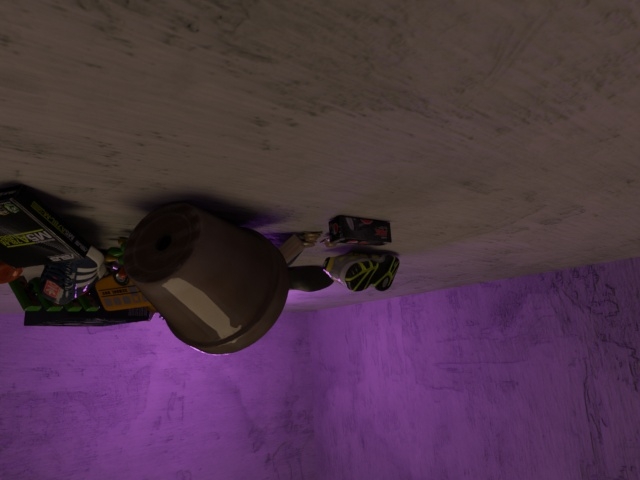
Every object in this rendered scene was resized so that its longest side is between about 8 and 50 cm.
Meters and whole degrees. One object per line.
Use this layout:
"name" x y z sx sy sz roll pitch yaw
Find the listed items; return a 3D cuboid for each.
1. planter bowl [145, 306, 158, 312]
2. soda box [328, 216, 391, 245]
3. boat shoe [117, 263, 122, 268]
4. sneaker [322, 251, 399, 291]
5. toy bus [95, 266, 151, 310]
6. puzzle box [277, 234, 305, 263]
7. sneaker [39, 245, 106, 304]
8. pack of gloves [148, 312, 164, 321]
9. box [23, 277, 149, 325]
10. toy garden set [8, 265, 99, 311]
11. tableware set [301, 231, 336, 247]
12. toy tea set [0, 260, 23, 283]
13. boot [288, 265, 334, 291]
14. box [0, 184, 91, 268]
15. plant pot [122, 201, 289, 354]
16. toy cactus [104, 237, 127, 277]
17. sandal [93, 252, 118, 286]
"planter bowl" -0.503 0.124 1.420 0.217 0.217 0.090 -9 129 20
"soda box" 0.105 -0.022 1.134 0.169 0.060 0.053 5 165 -33
"boat shoe" -0.600 0.099 1.453 0.063 0.066 0.184 -20 162 7
"sneaker" 0.160 0.095 1.557 0.147 0.145 0.385 24 -173 34
"toy bus" -0.490 0.118 1.278 0.333 0.130 0.108 -9 -164 16
"puzzle box" -0.228 0.152 1.275 0.409 0.052 0.272 -40 177 -18
"sneaker" -0.623 0.075 1.059 0.131 0.148 0.350 34 155 -2
"pack of gloves" -0.630 0.262 1.812 0.195 0.232 0.046 -11 123 24
"box" -0.898 0.235 1.683 0.344 0.178 0.313 -13 162 33
"toy garden set" -0.765 0.109 1.241 0.049 0.203 0.244 -42 163 5
"tableware set" 0.000 0.000 1.286 0.141 0.020 0.169 2 167 -15
"toy tea set" -0.823 0.017 0.962 0.200 0.124 0.336 -34 158 -24
"boot" -0.095 0.149 1.780 0.306 0.112 0.115 -5 -163 -10
"box" -0.593 -0.019 0.851 0.191 0.045 0.184 -7 138 15
"plant pot" -0.273 0.065 0.979 0.324 0.322 0.280 -8 149 19
"toy cactus" -0.450 0.030 1.155 0.219 0.112 0.180 -18 172 19
"sandal" -0.709 0.100 1.367 0.120 0.086 0.303 1 166 -19
